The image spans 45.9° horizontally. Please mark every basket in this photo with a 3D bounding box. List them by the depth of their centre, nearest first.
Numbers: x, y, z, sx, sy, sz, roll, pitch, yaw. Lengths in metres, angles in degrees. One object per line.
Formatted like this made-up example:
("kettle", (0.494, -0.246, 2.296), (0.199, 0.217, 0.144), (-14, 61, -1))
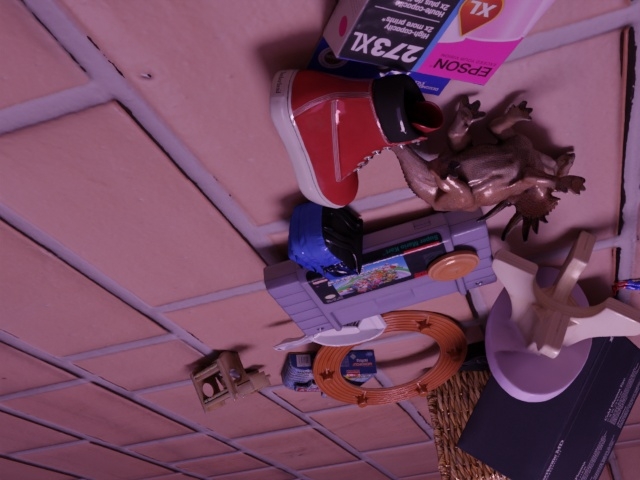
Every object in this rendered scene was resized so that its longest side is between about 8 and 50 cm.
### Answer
("basket", (0.386, 0.461, 1.828), (0.223, 0.299, 0.213), (-13, 153, 8))

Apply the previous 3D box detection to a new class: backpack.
("backpack", (0.000, 0.000, 1.100), (0.101, 0.098, 0.120), (-14, 152, 23))

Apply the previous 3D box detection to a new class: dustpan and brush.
("dustpan and brush", (0.006, 0.172, 1.450), (0.211, 0.060, 0.147), (-11, 142, 22))

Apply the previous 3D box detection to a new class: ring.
("ring", (0.150, 0.264, 1.605), (0.336, 0.032, 0.336), (-7, 137, -6))

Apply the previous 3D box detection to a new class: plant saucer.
("plant saucer", (0.209, 0.042, 1.183), (0.083, 0.013, 0.083), (-10, 151, -6))

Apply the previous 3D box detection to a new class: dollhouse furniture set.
("dollhouse furniture set", (-0.159, 0.278, 1.634), (0.182, 0.101, 0.161), (-32, 167, 39))

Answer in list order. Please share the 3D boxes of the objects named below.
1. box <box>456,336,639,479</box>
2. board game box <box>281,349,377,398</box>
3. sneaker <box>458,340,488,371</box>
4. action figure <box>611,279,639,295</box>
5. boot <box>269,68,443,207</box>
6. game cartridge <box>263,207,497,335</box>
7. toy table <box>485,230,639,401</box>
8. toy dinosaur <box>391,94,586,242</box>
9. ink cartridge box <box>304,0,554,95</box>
("box", (0.480, 0.322, 1.518), (0.179, 0.343, 0.312), (24, 175, 41))
("board game box", (0.012, 0.314, 1.730), (0.194, 0.060, 0.194), (-1, 151, -10))
("sneaker", (0.371, 0.267, 1.728), (0.170, 0.051, 0.089), (-14, 151, 25))
("action figure", (0.629, 0.088, 1.466), (0.115, 0.030, 0.038), (-11, 147, 4))
("boot", (0.058, -0.106, 0.877), (0.176, 0.088, 0.244), (4, 156, 16))
("game cartridge", (0.106, 0.059, 1.244), (0.355, 0.068, 0.230), (-17, 155, 9))
("toy table", (0.382, 0.115, 1.245), (0.252, 0.274, 0.161), (16, 142, 2))
("toy dinosaur", (0.209, -0.078, 0.980), (0.295, 0.127, 0.200), (2, 158, -4))
("ink cartridge box", (0.128, -0.245, 0.710), (0.176, 0.069, 0.371), (5, 152, -21))
